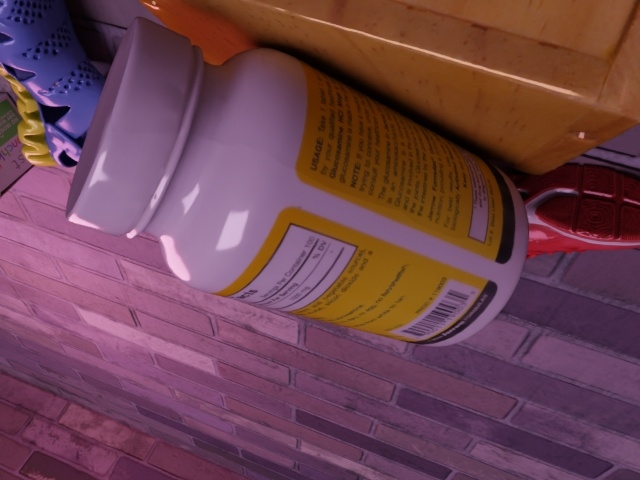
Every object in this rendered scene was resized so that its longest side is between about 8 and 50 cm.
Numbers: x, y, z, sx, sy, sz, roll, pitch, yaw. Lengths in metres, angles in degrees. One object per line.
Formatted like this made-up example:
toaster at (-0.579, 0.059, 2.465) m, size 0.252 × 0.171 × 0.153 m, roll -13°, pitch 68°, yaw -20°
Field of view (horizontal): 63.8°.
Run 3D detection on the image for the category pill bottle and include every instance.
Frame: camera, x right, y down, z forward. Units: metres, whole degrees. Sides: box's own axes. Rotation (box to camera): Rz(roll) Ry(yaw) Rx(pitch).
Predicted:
pill bottle at (-0.008, -0.033, 0.418) m, size 0.334 × 0.187 × 0.188 m, roll 19°, pitch 148°, yaw -30°

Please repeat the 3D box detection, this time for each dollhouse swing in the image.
dollhouse swing at (0.075, -0.260, 0.372) m, size 0.347 × 0.304 × 0.315 m, roll 19°, pitch -178°, yaw 9°

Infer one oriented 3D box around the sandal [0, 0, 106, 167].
sandal at (-0.307, -0.196, 0.627) m, size 0.138 × 0.126 × 0.317 m, roll 20°, pitch 150°, yaw 3°

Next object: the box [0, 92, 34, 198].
box at (-0.611, -0.108, 0.776) m, size 0.231 × 0.262 × 0.126 m, roll 10°, pitch 138°, yaw 22°

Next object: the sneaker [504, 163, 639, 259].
sneaker at (0.241, -0.013, 0.560) m, size 0.221 × 0.087 × 0.128 m, roll 11°, pitch 154°, yaw 23°
